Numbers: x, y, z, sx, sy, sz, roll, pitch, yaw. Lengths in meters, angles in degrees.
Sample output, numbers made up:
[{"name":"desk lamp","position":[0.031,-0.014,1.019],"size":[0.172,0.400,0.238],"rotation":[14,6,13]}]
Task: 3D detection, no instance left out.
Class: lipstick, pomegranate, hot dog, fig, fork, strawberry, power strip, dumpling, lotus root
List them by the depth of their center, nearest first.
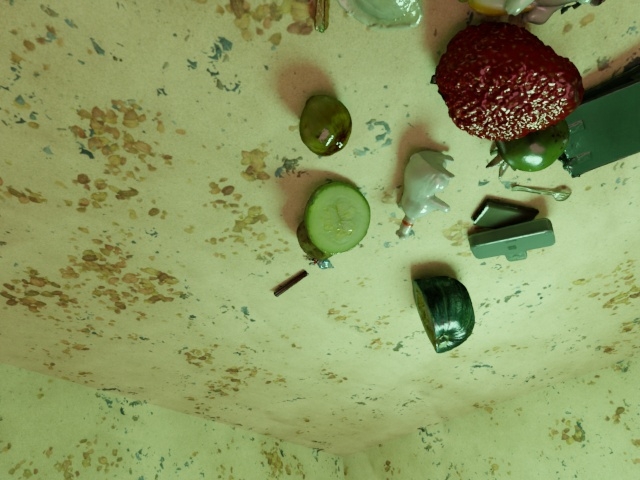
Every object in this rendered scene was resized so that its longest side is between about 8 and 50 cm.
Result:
[{"name":"dumpling","position":[0.108,-0.513,0.836],"size":[0.166,0.126,0.215],"rotation":[-18,141,36]},{"name":"hot dog","position":[0.003,-0.494,0.914],"size":[0.037,0.021,0.083],"rotation":[-13,138,-23]},{"name":"strawberry","position":[0.402,-0.345,0.943],"size":[0.260,0.258,0.261],"rotation":[-6,133,-7]},{"name":"fig","position":[0.015,-0.286,1.064],"size":[0.135,0.120,0.153],"rotation":[-23,127,-38]},{"name":"pomegranate","position":[0.536,-0.256,1.124],"size":[0.181,0.182,0.224],"rotation":[10,156,-16]},{"name":"fork","position":[0.707,-0.152,1.347],"size":[0.219,0.029,0.034],"rotation":[5,140,-12]},{"name":"lotus root","position":[0.000,0.000,1.377],"size":[0.138,0.139,0.214],"rotation":[-13,148,8]},{"name":"power strip","position":[0.665,0.011,1.467],"size":[0.264,0.059,0.193],"rotation":[-15,147,27]},{"name":"lipstick","position":[-0.112,0.164,1.607],"size":[0.176,0.027,0.027],"rotation":[-37,129,28]}]

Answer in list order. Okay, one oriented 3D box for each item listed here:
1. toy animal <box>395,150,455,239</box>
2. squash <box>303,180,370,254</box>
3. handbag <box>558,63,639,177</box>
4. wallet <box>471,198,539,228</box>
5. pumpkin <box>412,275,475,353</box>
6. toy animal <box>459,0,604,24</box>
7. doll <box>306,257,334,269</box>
[{"name":"toy animal","position":[0.307,-0.131,1.255],"size":[0.138,0.141,0.283],"rotation":[4,134,2]},{"name":"squash","position":[0.051,-0.067,1.273],"size":[0.219,0.041,0.220],"rotation":[-6,104,-27]},{"name":"handbag","position":[0.773,-0.313,1.145],"size":[0.260,0.079,0.247],"rotation":[-24,133,22]},{"name":"wallet","position":[0.614,-0.080,1.413],"size":[0.197,0.031,0.110],"rotation":[8,136,-15]},{"name":"pumpkin","position":[0.488,0.270,1.614],"size":[0.196,0.264,0.293],"rotation":[-17,137,4]},{"name":"toy animal","position":[0.387,-0.543,0.792],"size":[0.309,0.183,0.247],"rotation":[16,129,-15]},{"name":"doll","position":[0.005,0.078,1.518],"size":[0.114,0.039,0.057],"rotation":[26,87,-18]}]
